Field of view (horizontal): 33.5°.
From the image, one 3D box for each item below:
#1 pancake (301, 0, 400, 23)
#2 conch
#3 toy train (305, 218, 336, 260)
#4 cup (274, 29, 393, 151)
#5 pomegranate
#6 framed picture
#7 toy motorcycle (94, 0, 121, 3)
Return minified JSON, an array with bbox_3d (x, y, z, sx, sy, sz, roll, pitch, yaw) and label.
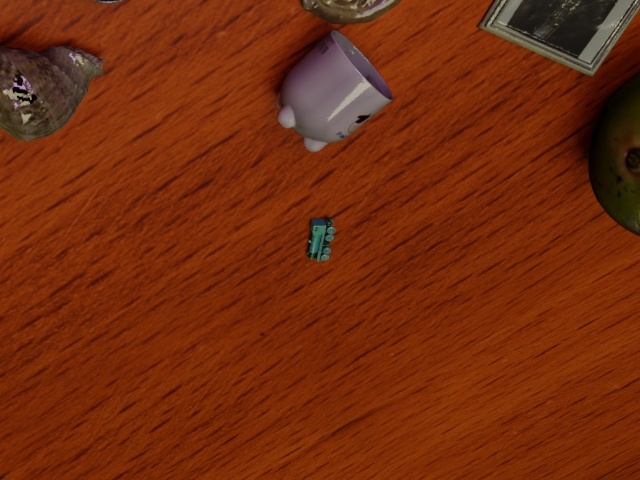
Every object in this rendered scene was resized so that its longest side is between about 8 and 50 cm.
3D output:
[{"bbox_3d":[0.057,-0.403,1.480,0.212,0.029,0.235,-26,138,-1],"label":"pancake"},{"bbox_3d":[-0.392,-0.204,1.444,0.207,0.130,0.155,-29,175,-27],"label":"conch"},{"bbox_3d":[0.000,0.000,1.833,0.045,0.029,0.092,0,132,-14],"label":"toy train"},{"bbox_3d":[0.013,-0.219,1.582,0.142,0.173,0.134,-40,102,18],"label":"cup"},{"bbox_3d":[0.594,-0.179,1.809,0.358,0.216,0.310,-24,146,-46],"label":"pomegranate"},{"bbox_3d":[0.408,-0.402,1.612,0.231,0.018,0.293,17,123,-23],"label":"framed picture"},{"bbox_3d":[-0.283,-0.425,1.254,0.223,0.108,0.340,-30,143,18],"label":"toy motorcycle"}]
